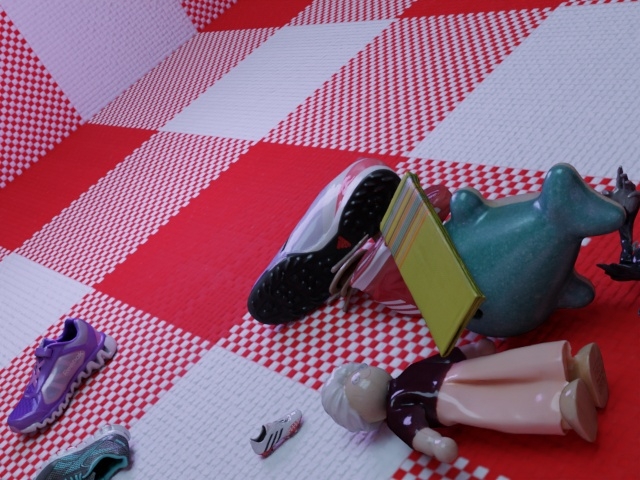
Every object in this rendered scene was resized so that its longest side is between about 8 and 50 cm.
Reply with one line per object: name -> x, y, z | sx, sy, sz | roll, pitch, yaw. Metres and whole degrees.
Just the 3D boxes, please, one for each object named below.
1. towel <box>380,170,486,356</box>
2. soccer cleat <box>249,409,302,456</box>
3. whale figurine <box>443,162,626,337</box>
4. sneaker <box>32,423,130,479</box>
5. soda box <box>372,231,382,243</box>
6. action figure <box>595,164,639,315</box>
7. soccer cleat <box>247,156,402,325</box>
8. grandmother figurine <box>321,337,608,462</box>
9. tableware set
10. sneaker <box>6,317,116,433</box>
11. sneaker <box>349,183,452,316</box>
towel -> 0.132, 0.024, 1.134 | 0.021, 0.102, 0.237 | 5, 38, -24
soccer cleat -> -0.060, 0.254, 1.243 | 0.083, 0.035, 0.029 | -40, 30, -15
whale figurine -> 0.238, 0.022, 1.115 | 0.141, 0.216, 0.272 | -53, 4, -37
sneaker -> -0.352, 0.340, 1.366 | 0.166, 0.065, 0.076 | -36, 33, -4
soda box -> 0.083, -0.066, 1.580 | 0.061, 0.058, 0.181 | -32, 29, 2
action figure -> 0.426, -0.035, 1.124 | 0.164, 0.141, 0.275 | 0, 39, 27
soccer cleat -> 0.000, 0.000, 1.464 | 0.318, 0.109, 0.116 | -49, 28, 6
grandmother figurine -> 0.155, 0.177, 1.093 | 0.342, 0.104, 0.208 | -9, 15, 32
tableware set -> 0.091, 0.022, 1.416 | 0.039, 0.128, 0.194 | 41, 68, 17
sneaker -> -0.467, 0.226, 1.607 | 0.095, 0.104, 0.236 | 3, 45, 44
sneaker -> 0.148, 0.022, 1.285 | 0.221, 0.128, 0.087 | -48, 11, 45
